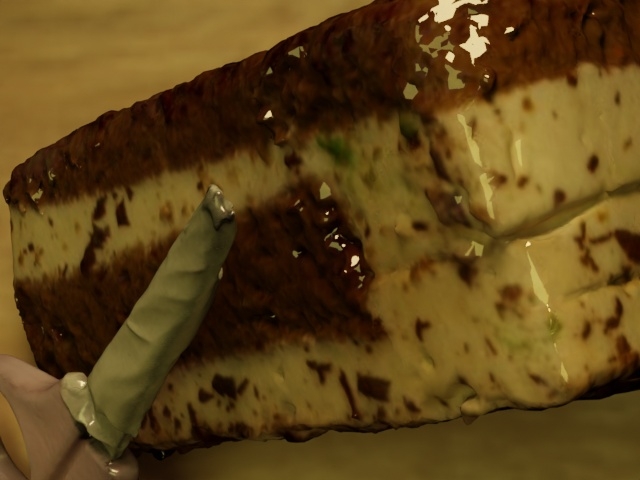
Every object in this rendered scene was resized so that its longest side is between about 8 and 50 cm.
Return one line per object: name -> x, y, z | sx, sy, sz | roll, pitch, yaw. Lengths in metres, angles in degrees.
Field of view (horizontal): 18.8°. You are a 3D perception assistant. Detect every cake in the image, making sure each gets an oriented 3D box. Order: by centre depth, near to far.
cake -> -0.012, 0.002, 0.527 | 0.246, 0.135, 0.112 | -10, 87, 24

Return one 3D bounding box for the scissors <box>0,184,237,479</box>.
scissors -> -0.058, 0.046, 0.556 | 0.110, 0.021, 0.212 | 54, 141, 17
